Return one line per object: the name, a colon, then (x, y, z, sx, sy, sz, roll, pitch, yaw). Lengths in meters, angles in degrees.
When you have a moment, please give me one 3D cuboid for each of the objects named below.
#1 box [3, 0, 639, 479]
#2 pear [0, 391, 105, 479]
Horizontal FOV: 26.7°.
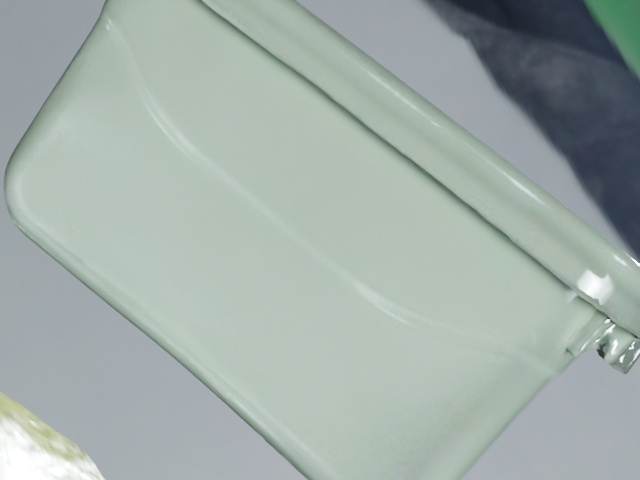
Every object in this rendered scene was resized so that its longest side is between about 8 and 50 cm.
box: (0.000, 0.000, 0.370, 0.172, 0.093, 0.124, 39, 5, 13)
pear: (-0.225, 0.163, 0.566, 0.375, 0.287, 0.287, 6, 45, -52)
